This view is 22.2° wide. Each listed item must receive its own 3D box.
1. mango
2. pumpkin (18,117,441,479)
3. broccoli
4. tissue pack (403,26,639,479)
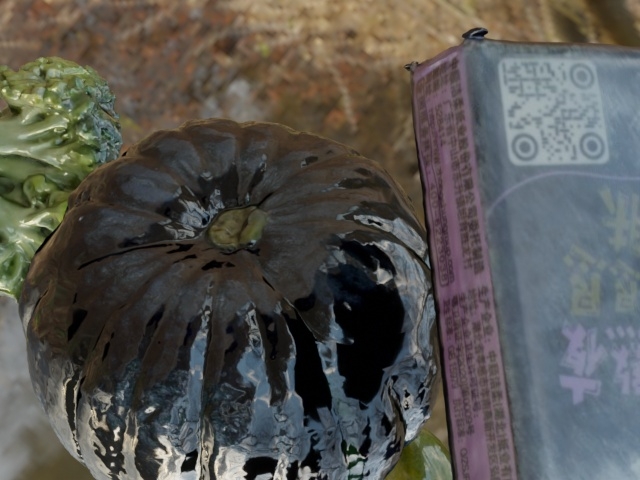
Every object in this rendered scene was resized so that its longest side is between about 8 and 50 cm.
[{"bbox_3d":[0.112,0.310,1.760,0.289,0.129,0.146,79,17,-61],"label":"mango"},{"bbox_3d":[-0.072,0.066,1.376,0.363,0.363,0.266,-42,155,-28],"label":"pumpkin"},{"bbox_3d":[-0.388,-0.074,1.979,0.348,0.281,0.293,131,-28,-50],"label":"broccoli"},{"bbox_3d":[0.207,0.036,1.158,0.259,0.361,0.122,-2,169,-26],"label":"tissue pack"}]
